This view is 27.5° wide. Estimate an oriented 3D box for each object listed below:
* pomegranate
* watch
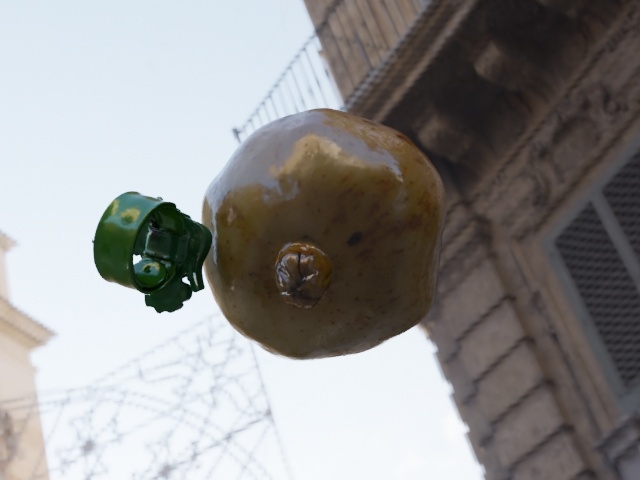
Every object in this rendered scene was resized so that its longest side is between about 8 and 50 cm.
[{"bbox_3d":[0.000,0.000,1.894,0.410,0.410,0.410,-12,-38,-9],"label":"pomegranate"},{"bbox_3d":[-0.237,0.021,1.796,0.152,0.131,0.165,1,-75,-63],"label":"watch"}]
